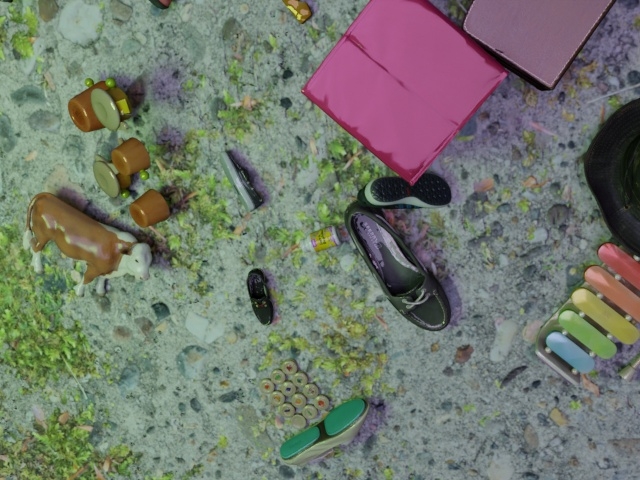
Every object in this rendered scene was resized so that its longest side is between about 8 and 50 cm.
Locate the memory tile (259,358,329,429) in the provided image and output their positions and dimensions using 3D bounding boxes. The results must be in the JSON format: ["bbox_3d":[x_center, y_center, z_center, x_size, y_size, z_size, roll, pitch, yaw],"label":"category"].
[{"bbox_3d":[-0.061,0.352,1.592,0.113,0.012,0.148,-41,94,16],"label":"memory tile"}]

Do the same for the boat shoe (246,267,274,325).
[{"bbox_3d":[-0.135,0.129,1.539,0.048,0.042,0.133,-9,102,9],"label":"boat shoe"}]

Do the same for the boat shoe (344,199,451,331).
[{"bbox_3d":[0.156,0.063,1.446,0.112,0.095,0.335,-34,95,15],"label":"boat shoe"}]

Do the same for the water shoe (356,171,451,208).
[{"bbox_3d":[0.169,-0.098,1.408,0.203,0.080,0.073,2,81,-27],"label":"water shoe"}]

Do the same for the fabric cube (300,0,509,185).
[{"bbox_3d":[0.156,-0.294,1.283,0.258,0.254,0.259,39,105,-1],"label":"fabric cube"}]

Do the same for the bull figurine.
[{"bbox_3d":[-0.518,0.021,1.546,0.310,0.101,0.188,33,108,0],"label":"bull figurine"}]

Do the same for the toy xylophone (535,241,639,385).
[{"bbox_3d":[0.597,0.156,1.402,0.236,0.081,0.323,30,106,1],"label":"toy xylophone"}]

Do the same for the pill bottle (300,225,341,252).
[{"bbox_3d":[0.000,0.000,1.485,0.083,0.043,0.044,-19,99,13],"label":"pill bottle"}]

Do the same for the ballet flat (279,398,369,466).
[{"bbox_3d":[0.022,0.440,1.573,0.248,0.086,0.086,-32,96,16],"label":"ballet flat"}]

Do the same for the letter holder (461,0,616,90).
[{"bbox_3d":[0.412,-0.456,1.259,0.214,0.152,0.302,34,106,3],"label":"letter holder"}]

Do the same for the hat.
[{"bbox_3d":[0.661,-0.121,1.263,0.330,0.134,0.332,0,86,2],"label":"hat"}]

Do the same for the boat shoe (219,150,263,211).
[{"bbox_3d":[-0.169,-0.130,1.487,0.040,0.049,0.142,-29,96,-19],"label":"boat shoe"}]

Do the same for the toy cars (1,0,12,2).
[{"bbox_3d":[-0.595,-0.607,1.428,0.393,0.087,0.177,-27,102,11],"label":"toy cars"}]

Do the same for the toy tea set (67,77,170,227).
[{"bbox_3d":[-0.403,-0.193,1.477,0.199,0.124,0.336,15,129,40],"label":"toy tea set"}]

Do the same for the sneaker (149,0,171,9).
[{"bbox_3d":[-0.325,-0.620,1.361,0.136,0.116,0.314,-11,101,10],"label":"sneaker"}]

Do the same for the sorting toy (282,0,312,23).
[{"bbox_3d":[-0.083,-0.596,1.363,0.229,0.041,0.307,-39,94,15],"label":"sorting toy"}]
